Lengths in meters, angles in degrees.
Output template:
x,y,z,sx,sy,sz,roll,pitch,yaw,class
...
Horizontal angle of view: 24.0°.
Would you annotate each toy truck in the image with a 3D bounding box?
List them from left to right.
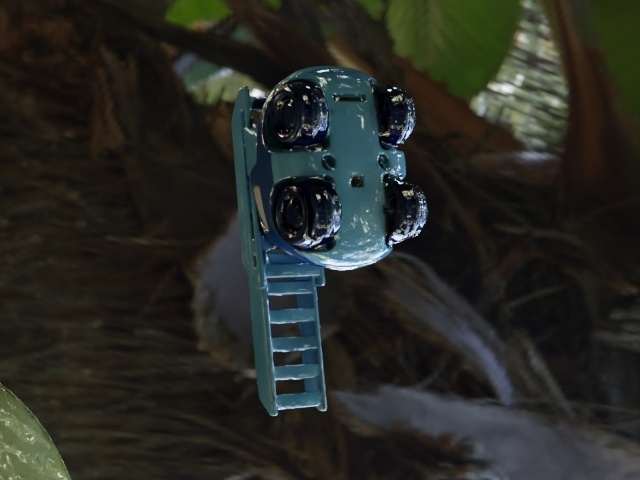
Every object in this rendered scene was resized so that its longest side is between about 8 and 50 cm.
x,y,z,sx,sy,sz,roll,pitch,yaw,class
0.000,0.000,0.601,0.074,0.063,0.136,-14,-101,54,toy truck

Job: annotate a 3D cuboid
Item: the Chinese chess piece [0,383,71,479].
x,y,z,sx,sy,sz,roll,pitch,yaw,class
-0.258,0.180,0.943,0.092,0.238,0.237,-30,-122,33,Chinese chess piece
